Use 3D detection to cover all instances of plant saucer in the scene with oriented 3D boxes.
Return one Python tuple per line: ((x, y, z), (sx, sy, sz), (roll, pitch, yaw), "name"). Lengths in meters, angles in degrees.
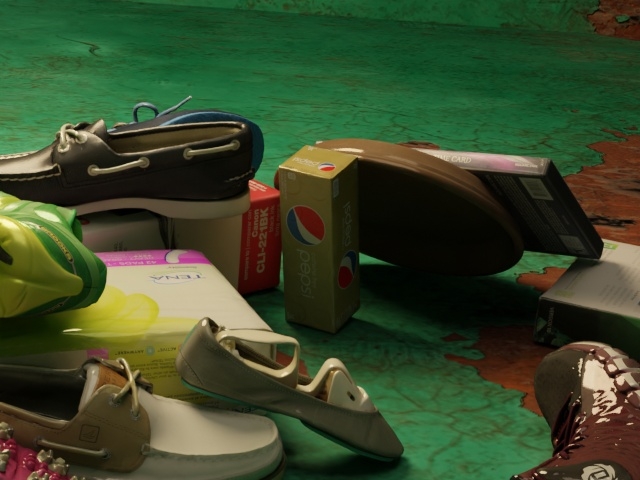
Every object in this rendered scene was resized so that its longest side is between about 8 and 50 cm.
((0.086, -0.037, 1.667), (0.278, 0.041, 0.278), (16, -19, 6), "plant saucer")

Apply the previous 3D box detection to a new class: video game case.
((0.150, -0.044, 1.687), (0.274, 0.026, 0.196), (8, -22, 31), "video game case")

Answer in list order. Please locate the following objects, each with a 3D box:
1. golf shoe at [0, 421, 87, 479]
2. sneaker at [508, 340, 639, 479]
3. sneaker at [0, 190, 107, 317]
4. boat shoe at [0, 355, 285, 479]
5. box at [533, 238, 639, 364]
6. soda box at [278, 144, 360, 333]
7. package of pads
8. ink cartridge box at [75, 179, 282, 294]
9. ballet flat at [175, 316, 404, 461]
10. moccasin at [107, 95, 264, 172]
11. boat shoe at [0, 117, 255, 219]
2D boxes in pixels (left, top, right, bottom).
((-0.294, 0.182, 1.127), (0.306, 0.140, 0.115), (27, 2, 1), "golf shoe")
((0.207, 0.170, 1.269), (0.162, 0.106, 0.281), (-7, 23, -21), "sneaker")
((-0.276, 0.009, 1.349), (0.123, 0.109, 0.295), (13, 10, -34), "sneaker")
((-0.174, 0.150, 1.231), (0.302, 0.103, 0.113), (1, 20, -11), "boat shoe")
((0.411, 0.082, 1.637), (0.322, 0.058, 0.232), (11, 20, 22), "box")
((0.000, 0.000, 1.575), (0.061, 0.181, 0.058), (14, 33, 26), "soda box")
((-0.208, 0.089, 1.400), (0.296, 0.101, 0.229), (-4, 21, -21), "package of pads")
((-0.204, -0.006, 1.652), (0.273, 0.114, 0.197), (-14, 27, -40), "ink cartridge box")
((-0.015, 0.122, 1.303), (0.213, 0.068, 0.072), (22, 10, -13), "ballet flat")
((-0.227, -0.106, 1.906), (0.342, 0.137, 0.117), (-11, 20, -39), "moccasin")
((-0.215, -0.078, 1.543), (0.302, 0.091, 0.114), (-2, 22, -18), "boat shoe")
